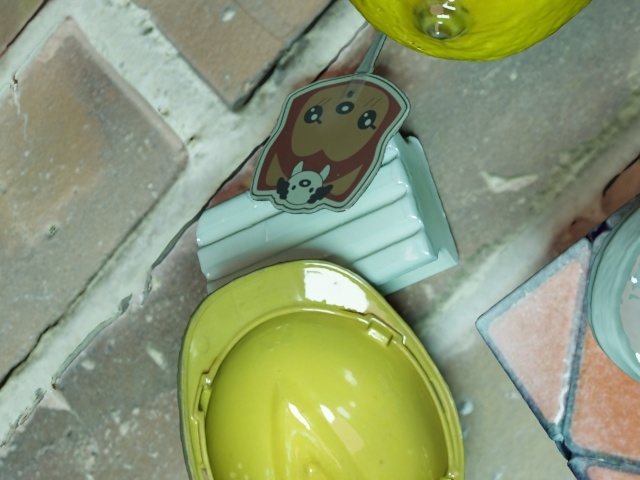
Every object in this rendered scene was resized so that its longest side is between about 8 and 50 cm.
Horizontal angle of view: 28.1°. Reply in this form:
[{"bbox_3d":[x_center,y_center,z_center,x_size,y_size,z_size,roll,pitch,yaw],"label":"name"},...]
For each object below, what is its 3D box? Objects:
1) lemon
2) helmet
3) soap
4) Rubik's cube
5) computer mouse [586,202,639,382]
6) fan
[{"bbox_3d":[0.103,-0.260,0.936,0.228,0.228,0.253,-26,73,22],"label":"lemon"},{"bbox_3d":[-0.006,0.157,0.996,0.205,0.140,0.257,-19,73,-12],"label":"helmet"},{"bbox_3d":[0.000,0.000,1.047,0.198,0.066,0.119,-23,71,22],"label":"soap"},{"bbox_3d":[0.261,0.077,0.838,0.207,0.205,0.205,-41,69,19],"label":"Rubik's cube"},{"bbox_3d":[0.256,0.052,0.687,0.231,0.079,0.128,28,99,19],"label":"computer mouse"},{"bbox_3d":[0.023,-0.114,1.034,0.132,0.009,0.220,9,65,39],"label":"fan"}]
